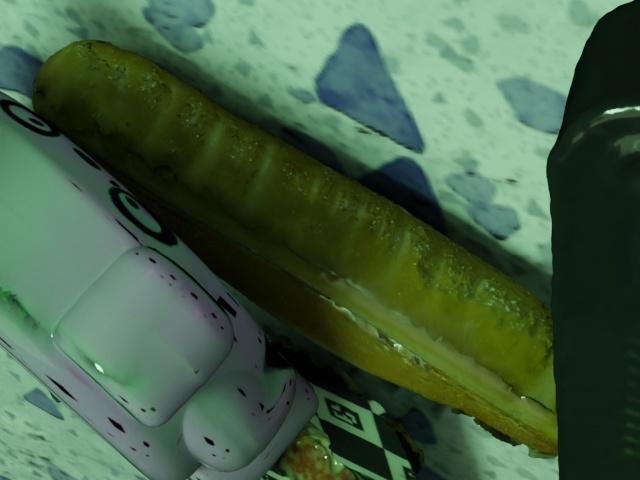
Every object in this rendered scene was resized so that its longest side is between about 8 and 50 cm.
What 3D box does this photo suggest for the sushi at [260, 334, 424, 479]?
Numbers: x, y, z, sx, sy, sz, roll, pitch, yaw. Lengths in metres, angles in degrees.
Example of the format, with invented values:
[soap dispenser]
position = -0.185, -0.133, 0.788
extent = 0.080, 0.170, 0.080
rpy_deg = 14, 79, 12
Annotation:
[sushi]
position = -0.004, 0.102, 0.954
extent = 0.192, 0.040, 0.210
rpy_deg = 19, 152, 33

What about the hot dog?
[hot dog]
position = 0.000, 0.000, 0.759
extent = 0.289, 0.068, 0.083
rpy_deg = 34, 157, 1

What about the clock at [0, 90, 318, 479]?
[clock]
position = -0.110, 0.018, 0.752
extent = 0.227, 0.090, 0.248
rpy_deg = 40, 171, 11

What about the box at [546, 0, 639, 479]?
[box]
position = 0.179, 0.075, 0.525
extent = 0.211, 0.058, 0.350
rpy_deg = 5, 140, 15
